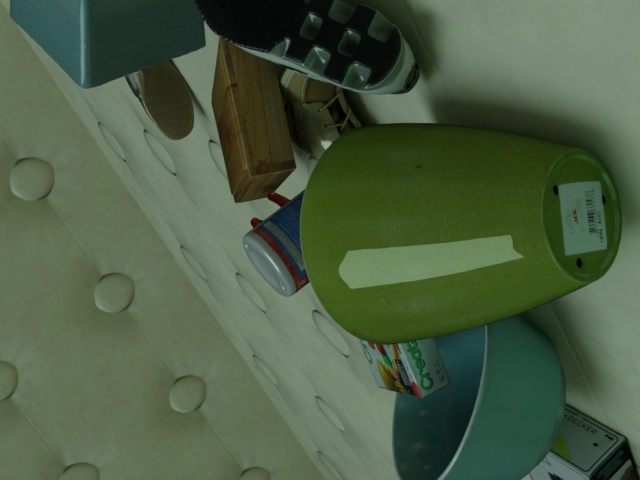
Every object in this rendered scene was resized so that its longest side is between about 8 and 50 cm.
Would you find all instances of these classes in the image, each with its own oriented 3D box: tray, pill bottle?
[{"bbox_3d":[-0.117,-0.180,1.443,0.411,0.076,0.203,161,97,-82],"label":"tray"},{"bbox_3d":[-0.005,-0.021,1.459,0.124,0.221,0.124,46,162,19],"label":"pill bottle"}]

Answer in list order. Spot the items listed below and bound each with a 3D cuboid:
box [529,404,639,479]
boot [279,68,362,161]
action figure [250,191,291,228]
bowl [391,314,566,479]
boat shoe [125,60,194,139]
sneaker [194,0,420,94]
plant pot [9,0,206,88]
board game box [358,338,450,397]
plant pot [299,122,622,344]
[{"bbox_3d":[0.420,0.393,1.437,0.169,0.087,0.290,28,151,52],"label":"box"},{"bbox_3d":[0.036,-0.158,1.300,0.203,0.095,0.262,46,161,13],"label":"boot"},{"bbox_3d":[0.000,0.000,1.617,0.139,0.091,0.280,39,-172,22],"label":"action figure"},{"bbox_3d":[0.235,0.224,1.301,0.163,0.312,0.311,17,167,-11],"label":"bowl"},{"bbox_3d":[-0.359,-0.346,1.929,0.285,0.103,0.092,60,166,-14],"label":"boat shoe"},{"bbox_3d":[-0.019,-0.263,1.142,0.330,0.122,0.146,36,-170,23],"label":"sneaker"},{"bbox_3d":[-0.347,-0.445,1.475,0.248,0.247,0.252,43,144,27],"label":"plant pot"},{"bbox_3d":[0.075,0.070,1.306,0.305,0.053,0.193,68,165,0],"label":"board game box"},{"bbox_3d":[0.173,-0.018,1.023,0.293,0.275,0.275,-6,122,51],"label":"plant pot"}]
